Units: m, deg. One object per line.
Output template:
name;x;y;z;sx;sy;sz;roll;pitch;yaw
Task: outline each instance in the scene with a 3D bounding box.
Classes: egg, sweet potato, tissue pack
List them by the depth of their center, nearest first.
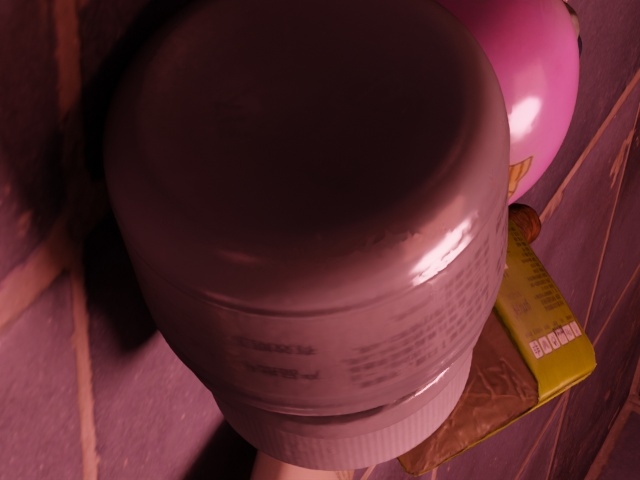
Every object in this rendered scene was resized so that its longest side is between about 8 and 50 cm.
egg;0.118;-0.122;1.265;0.196;0.196;0.271;-61;158;-19
tissue pack;0.135;0.091;1.479;0.167;0.200;0.274;-33;171;18
sweet potato;0.231;-0.010;1.897;0.273;0.075;0.075;-26;135;-68

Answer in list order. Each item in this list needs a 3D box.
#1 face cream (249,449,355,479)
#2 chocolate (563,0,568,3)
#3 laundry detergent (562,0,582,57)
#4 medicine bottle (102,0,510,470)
face cream;-0.034;0.282;1.323;0.173;0.081;0.349;76;22;-47
chocolate;0.207;-0.275;1.502;0.261;0.083;0.161;88;10;-56
laundry detergent;0.181;-0.137;1.453;0.143;0.094;0.290;-38;167;-26
medicine bottle;0.000;0.000;1.001;0.245;0.245;0.306;-58;159;-27
